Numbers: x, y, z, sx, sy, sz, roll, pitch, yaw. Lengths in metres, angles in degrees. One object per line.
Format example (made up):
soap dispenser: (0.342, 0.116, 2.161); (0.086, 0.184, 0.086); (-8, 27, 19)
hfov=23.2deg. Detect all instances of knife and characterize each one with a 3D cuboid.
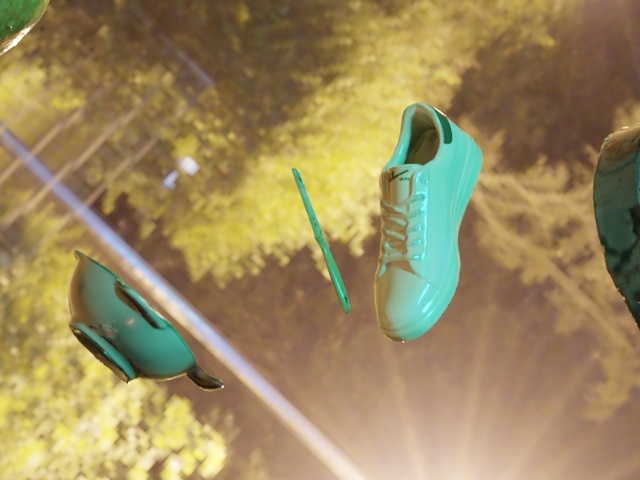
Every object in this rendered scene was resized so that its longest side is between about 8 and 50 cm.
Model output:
knife: (0.000, 0.000, 2.066); (0.014, 0.207, 0.030); (-22, 173, 15)

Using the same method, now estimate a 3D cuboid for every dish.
dish: (-0.236, 0.122, 1.907); (0.078, 0.246, 0.224); (-48, -175, -16)

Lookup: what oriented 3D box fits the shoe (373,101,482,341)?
shoe: (0.094, -0.027, 1.651); (0.095, 0.110, 0.265); (-7, -129, 34)

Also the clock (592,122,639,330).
clock: (0.445, 0.003, 1.850); (0.067, 0.325, 0.325); (-26, -162, 40)

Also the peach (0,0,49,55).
peach: (-0.419, -0.334, 1.826); (0.256, 0.232, 0.232); (-59, 177, 35)
